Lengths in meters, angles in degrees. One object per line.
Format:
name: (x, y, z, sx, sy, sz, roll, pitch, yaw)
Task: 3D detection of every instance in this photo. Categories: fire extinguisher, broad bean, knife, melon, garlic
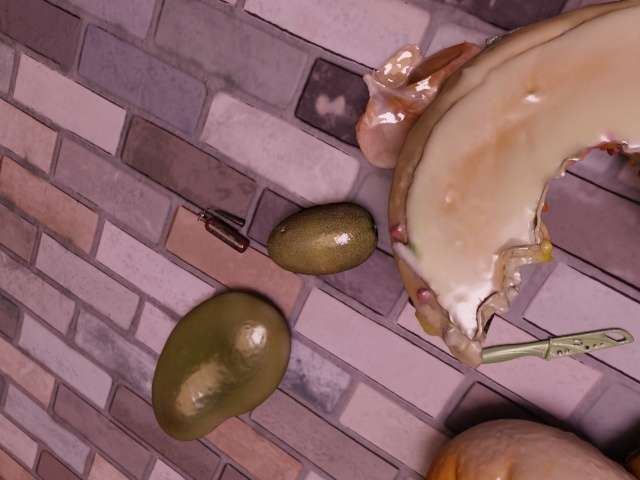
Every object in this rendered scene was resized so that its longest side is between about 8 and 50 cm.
fire extinguisher: (-0.152, -0.025, 0.685, 0.100, 0.032, 0.046, 34, 122, 4)
broad bean: (-0.160, 0.193, 0.702, 0.263, 0.121, 0.189, -44, 79, 8)
knife: (0.284, 0.143, 0.564, 0.207, 0.014, 0.030, -17, 93, 22)
melon: (0.000, 0.000, 0.595, 0.162, 0.099, 0.099, -12, 97, 24)
garlic: (0.117, -0.166, 0.521, 0.175, 0.099, 0.124, -32, 103, 23)

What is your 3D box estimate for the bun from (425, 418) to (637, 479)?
bun: (0.237, 0.369, 0.492, 0.299, 0.165, 0.298, 11, 104, 48)

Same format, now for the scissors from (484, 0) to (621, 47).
scissors: (0.270, -0.215, 0.443, 0.187, 0.134, 0.019, -3, 77, 38)

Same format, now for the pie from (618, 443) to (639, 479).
pie: (0.459, 0.337, 0.451, 0.288, 0.103, 0.354, 40, 115, 31)

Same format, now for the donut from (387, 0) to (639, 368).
donut: (0.248, -0.056, 0.412, 0.372, 0.150, 0.306, -13, 84, 16)

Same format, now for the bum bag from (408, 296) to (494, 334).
bum bag: (0.186, 0.001, 0.542, 0.102, 0.069, 0.247, 19, 96, 31)
